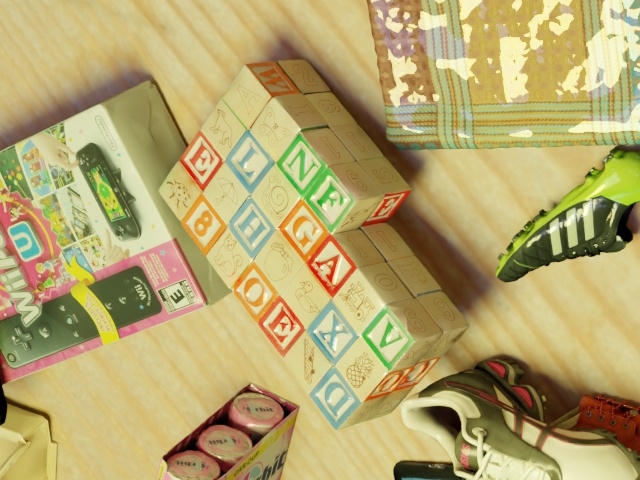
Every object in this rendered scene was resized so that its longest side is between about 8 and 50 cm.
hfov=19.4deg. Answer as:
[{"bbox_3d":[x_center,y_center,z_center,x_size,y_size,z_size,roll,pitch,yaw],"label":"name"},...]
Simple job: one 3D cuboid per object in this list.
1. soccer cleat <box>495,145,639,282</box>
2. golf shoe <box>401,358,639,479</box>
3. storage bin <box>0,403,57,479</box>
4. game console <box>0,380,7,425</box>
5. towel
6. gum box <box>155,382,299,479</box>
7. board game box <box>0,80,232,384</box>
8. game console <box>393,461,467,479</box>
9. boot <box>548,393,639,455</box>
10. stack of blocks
[{"bbox_3d":[0.226,-0.007,1.639,0.072,0.060,0.179,49,121,1],"label":"soccer cleat"},{"bbox_3d":[0.184,0.203,1.650,0.273,0.120,0.105,34,123,48],"label":"golf shoe"},{"bbox_3d":[-0.435,0.292,2.075,0.262,0.123,0.260,17,117,22],"label":"storage bin"},{"bbox_3d":[-0.467,0.067,1.982,0.361,0.044,0.213,17,127,41],"label":"game console"},{"bbox_3d":[0.205,-0.207,1.581,0.370,0.040,0.271,-1,108,29],"label":"towel"},{"bbox_3d":[-0.100,0.232,1.831,0.062,0.188,0.107,25,120,18],"label":"gum box"},{"bbox_3d":[-0.252,0.000,1.876,0.303,0.097,0.224,-21,99,34],"label":"board game box"},{"bbox_3d":[0.124,0.294,1.803,0.085,0.124,0.144,-11,106,4],"label":"game console"},{"bbox_3d":[0.274,0.169,1.687,0.158,0.059,0.084,-33,87,35],"label":"boot"},{"bbox_3d":[0.000,0.000,1.696,0.297,0.087,0.171,53,125,21],"label":"stack of blocks"}]
